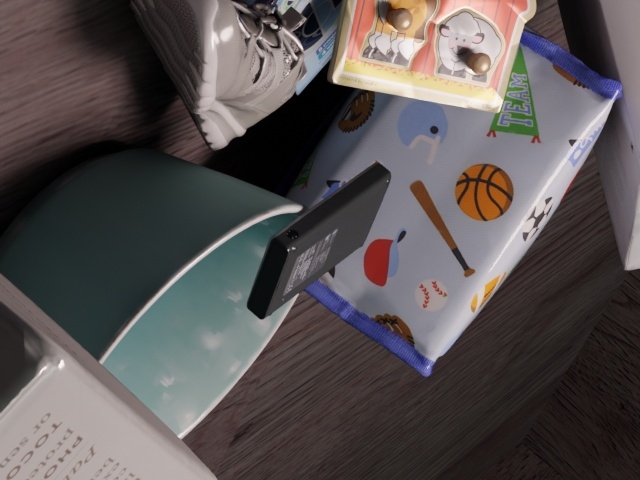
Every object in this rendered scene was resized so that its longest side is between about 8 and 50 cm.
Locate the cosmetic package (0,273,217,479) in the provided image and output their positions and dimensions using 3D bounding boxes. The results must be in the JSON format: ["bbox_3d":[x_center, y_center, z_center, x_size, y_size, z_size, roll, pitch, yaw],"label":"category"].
[{"bbox_3d":[-0.313,0.124,1.068,0.327,0.329,0.394,-48,163,-7],"label":"cosmetic package"}]

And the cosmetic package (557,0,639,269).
[{"bbox_3d":[0.317,-0.194,1.917,0.097,0.377,0.284,-12,160,4],"label":"cosmetic package"}]

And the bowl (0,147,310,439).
[{"bbox_3d":[-0.163,0.046,1.550,0.311,0.163,0.311,-44,161,-19],"label":"bowl"}]

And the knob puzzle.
[{"bbox_3d":[0.106,-0.212,1.578,0.213,0.030,0.213,-7,106,-25],"label":"knob puzzle"}]

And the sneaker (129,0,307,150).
[{"bbox_3d":[-0.068,-0.157,1.439,0.115,0.105,0.281,-30,173,-2],"label":"sneaker"}]

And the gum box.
[{"bbox_3d":[0.003,-0.223,1.600,0.157,0.041,0.184,-49,163,-6],"label":"gum box"}]

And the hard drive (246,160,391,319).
[{"bbox_3d":[0.000,0.000,1.545,0.135,0.022,0.094,-36,158,-38],"label":"hard drive"}]

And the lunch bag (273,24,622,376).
[{"bbox_3d":[0.112,-0.071,1.843,0.328,0.239,0.385,-54,176,6],"label":"lunch bag"}]
